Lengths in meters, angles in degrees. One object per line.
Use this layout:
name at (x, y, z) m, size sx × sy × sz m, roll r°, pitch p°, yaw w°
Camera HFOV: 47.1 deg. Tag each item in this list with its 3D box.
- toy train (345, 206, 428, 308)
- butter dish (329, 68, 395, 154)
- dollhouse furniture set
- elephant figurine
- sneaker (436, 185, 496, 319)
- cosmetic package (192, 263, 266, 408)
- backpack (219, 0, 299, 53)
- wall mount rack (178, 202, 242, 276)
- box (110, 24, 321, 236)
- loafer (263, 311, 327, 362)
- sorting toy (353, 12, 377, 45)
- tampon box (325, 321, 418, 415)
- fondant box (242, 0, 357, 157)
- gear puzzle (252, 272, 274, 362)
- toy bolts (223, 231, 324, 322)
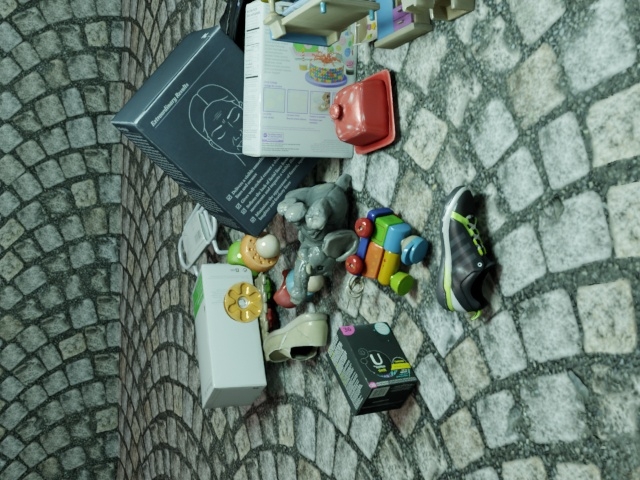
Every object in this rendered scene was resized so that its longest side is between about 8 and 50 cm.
toy train at (0.132, 0.070, 1.515) m, size 0.143 × 0.105 × 0.248 m, roll 35°, pitch 123°, yaw 39°
butter dish at (0.074, -0.272, 1.560) m, size 0.160 × 0.118 × 0.160 m, roll -12°, pitch 82°, yaw 61°
dollhouse furniture set at (0.072, -0.495, 1.362) m, size 0.286 × 0.303 × 0.198 m, roll -6°, pitch 87°, yaw 60°
elephant figurine at (0.000, 0.000, 1.690) m, size 0.169 × 0.186 × 0.239 m, roll -76°, pitch -27°, yaw -60°
sneaker at (0.270, 0.021, 1.302) m, size 0.097 × 0.084 × 0.235 m, roll 8°, pitch 100°, yaw 36°
cosmetic package at (-0.262, 0.269, 2.075) m, size 0.197 × 0.155 × 0.366 m, roll 120°, pitch 146°, yaw -54°
backpack at (-0.147, -0.554, 1.841) m, size 0.276 × 0.213 × 0.263 m, roll 52°, pitch 127°, yaw 54°
wall mount rack at (-0.359, -0.058, 2.341) m, size 0.350 × 0.130 × 0.304 m, roll -42°, pitch 60°, yaw 54°
box at (-0.232, -0.249, 1.729) m, size 0.293 × 0.395 × 0.212 m, roll -52°, pitch 29°, yaw -12°
loafer at (-0.066, 0.264, 1.859) m, size 0.268 × 0.101 × 0.092 m, roll -45°, pitch 48°, yaw 51°
sorting toy at (0.109, -0.459, 1.567) m, size 0.075 × 0.044 × 0.083 m, roll 12°, pitch 102°, yaw 52°
tampon box at (0.105, 0.266, 1.538) m, size 0.161 × 0.120 × 0.101 m, roll 62°, pitch 142°, yaw 37°
fondant box at (-0.044, -0.352, 1.642) m, size 0.096 × 0.238 × 0.330 m, roll 18°, pitch 108°, yaw 60°
gear puzzle at (-0.161, 0.178, 2.085) m, size 0.175 × 0.044 × 0.339 m, roll 147°, pitch 121°, yaw -68°
toy bolts at (-0.108, 0.102, 1.785) m, size 0.158 × 0.228 × 0.218 m, roll -25°, pitch 47°, yaw 56°
